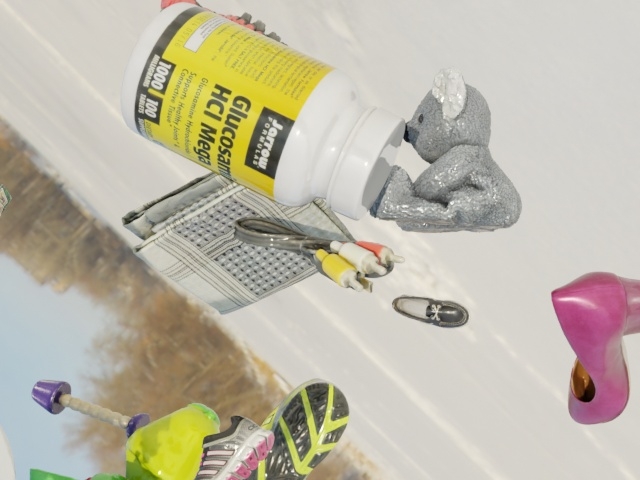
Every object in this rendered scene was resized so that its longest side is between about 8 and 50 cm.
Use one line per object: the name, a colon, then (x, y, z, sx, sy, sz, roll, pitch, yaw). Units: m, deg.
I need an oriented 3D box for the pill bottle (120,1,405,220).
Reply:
pill bottle: (-0.070, -0.159, 1.172, 0.333, 0.188, 0.188, 26, 167, 12)

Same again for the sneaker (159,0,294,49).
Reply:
sneaker: (-0.156, -0.280, 1.368, 0.276, 0.135, 0.097, 28, 176, 32)

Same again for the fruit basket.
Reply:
fruit basket: (-0.359, 0.481, 1.800, 0.282, 0.392, 0.392, 7, 156, 21)

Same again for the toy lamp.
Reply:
toy lamp: (-0.511, 0.373, 2.017, 0.274, 0.080, 0.080, 18, 163, 17)

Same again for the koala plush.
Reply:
koala plush: (0.192, -0.129, 1.318, 0.203, 0.222, 0.196, 1, 173, 21)

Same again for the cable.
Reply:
cable: (0.000, 0.000, 1.383, 0.287, 0.139, 0.072, 29, 129, 34)

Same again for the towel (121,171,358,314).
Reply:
towel: (-0.133, -0.002, 1.575, 0.324, 0.312, 0.056, 46, -153, -43)

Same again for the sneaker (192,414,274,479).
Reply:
sneaker: (-0.143, 0.305, 1.244, 0.074, 0.170, 0.063, 39, 169, 31)

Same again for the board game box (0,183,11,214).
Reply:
board game box: (-0.470, 0.028, 1.067, 0.260, 0.136, 0.030, -81, -20, -51)

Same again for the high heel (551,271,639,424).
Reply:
high heel: (0.387, 0.170, 1.386, 0.377, 0.181, 0.127, 97, 171, -48)

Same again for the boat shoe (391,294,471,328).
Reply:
boat shoe: (0.170, 0.108, 1.416, 0.125, 0.046, 0.038, 15, -176, 31)

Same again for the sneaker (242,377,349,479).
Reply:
sneaker: (-0.084, 0.418, 1.669, 0.145, 0.385, 0.147, 42, 178, -3)

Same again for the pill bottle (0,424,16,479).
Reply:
pill bottle: (-0.480, 0.248, 0.883, 0.360, 0.204, 0.204, -13, 135, 29)
